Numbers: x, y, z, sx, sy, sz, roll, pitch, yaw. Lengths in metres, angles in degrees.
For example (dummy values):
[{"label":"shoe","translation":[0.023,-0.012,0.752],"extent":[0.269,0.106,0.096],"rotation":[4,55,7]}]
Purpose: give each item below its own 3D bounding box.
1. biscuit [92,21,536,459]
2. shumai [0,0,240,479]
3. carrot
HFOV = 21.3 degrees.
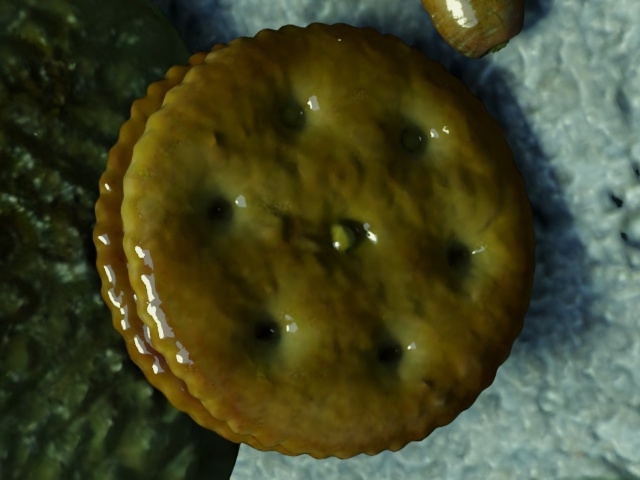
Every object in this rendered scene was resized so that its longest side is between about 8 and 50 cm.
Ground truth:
[{"label":"biscuit","translation":[0.000,0.000,0.833],"extent":[0.220,0.220,0.066],"rotation":[64,156,-2]},{"label":"shumai","translation":[-0.237,0.017,0.926],"extent":[0.323,0.324,0.397],"rotation":[-26,96,52]},{"label":"carrot","translation":[0.041,-0.177,0.839],"extent":[0.047,0.047,0.191],"rotation":[-31,88,33]}]
